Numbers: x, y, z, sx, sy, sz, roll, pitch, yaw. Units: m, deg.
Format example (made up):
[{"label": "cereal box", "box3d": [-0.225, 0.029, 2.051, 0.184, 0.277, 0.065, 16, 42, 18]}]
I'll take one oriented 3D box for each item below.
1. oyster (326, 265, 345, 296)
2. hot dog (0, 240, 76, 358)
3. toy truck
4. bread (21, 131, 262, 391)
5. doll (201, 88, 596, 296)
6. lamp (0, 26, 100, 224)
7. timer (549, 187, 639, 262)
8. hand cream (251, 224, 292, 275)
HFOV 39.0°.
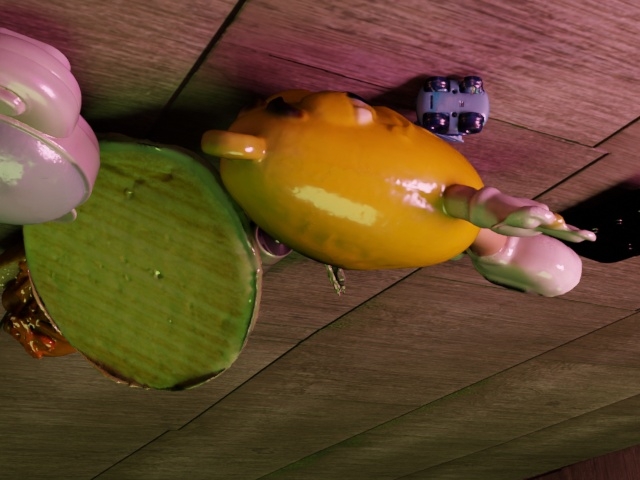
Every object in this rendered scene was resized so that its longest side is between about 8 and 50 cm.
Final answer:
[{"label": "oyster", "box3d": [0.004, 0.001, 1.161, 0.061, 0.106, 0.200, 2, 138, 19]}, {"label": "hot dog", "box3d": [-0.264, 0.046, 1.081, 0.349, 0.158, 0.117, -20, -166, 29]}, {"label": "toy truck", "box3d": [0.131, -0.127, 0.919, 0.073, 0.056, 0.090, 3, 169, 1]}, {"label": "bread", "box3d": [-0.189, 0.027, 0.954, 0.301, 0.301, 0.045, -20, -172, 30]}, {"label": "doll", "box3d": [0.098, -0.032, 0.918, 0.348, 0.161, 0.423, 15, 178, 15]}, {"label": "lamp", "box3d": [-0.292, -0.088, 0.826, 0.179, 0.108, 0.246, 16, 148, -14]}, {"label": "timer", "box3d": [0.412, -0.026, 1.193, 0.144, 0.055, 0.187, 17, 152, -35]}, {"label": "hand cream", "box3d": [-0.085, 0.017, 1.196, 0.087, 0.054, 0.186, 10, 158, -21]}]
